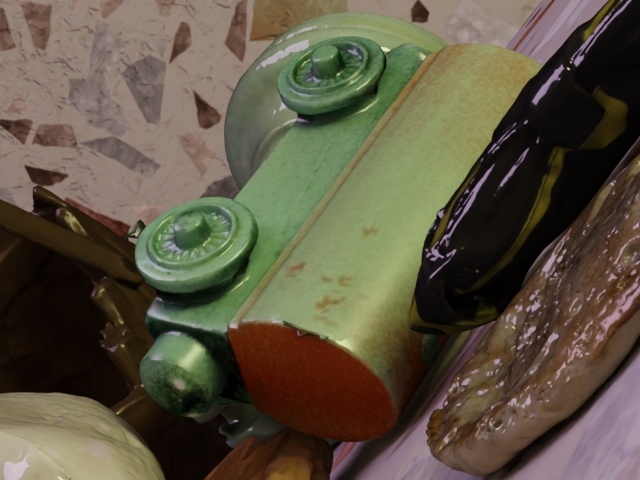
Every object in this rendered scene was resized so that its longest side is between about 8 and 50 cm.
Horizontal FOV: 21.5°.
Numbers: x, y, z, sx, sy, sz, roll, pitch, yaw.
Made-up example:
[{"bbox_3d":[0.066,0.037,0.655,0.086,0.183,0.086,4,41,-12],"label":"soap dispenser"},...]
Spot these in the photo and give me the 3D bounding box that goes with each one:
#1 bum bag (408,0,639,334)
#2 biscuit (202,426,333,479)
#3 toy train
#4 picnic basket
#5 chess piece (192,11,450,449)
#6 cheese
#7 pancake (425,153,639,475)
[{"bbox_3d":[0.112,-0.049,0.740,0.232,0.060,0.106,-50,-7,15],"label":"bum bag"},{"bbox_3d":[-0.086,0.213,0.862,0.269,0.051,0.376,-50,3,16],"label":"biscuit"},{"bbox_3d":[0.025,-0.007,0.903,0.285,0.177,0.116,-53,-40,-39],"label":"toy train"},{"bbox_3d":[-0.214,0.110,1.171,0.254,0.321,0.291,-50,38,16],"label":"picnic basket"},{"bbox_3d":[0.000,0.000,1.109,0.194,0.194,0.299,-52,10,39],"label":"chess piece"},{"bbox_3d":[-0.168,0.161,0.831,0.189,0.154,0.198,-54,5,1],"label":"cheese"},{"bbox_3d":[0.087,0.018,0.567,0.152,0.025,0.151,-52,1,1],"label":"pancake"}]
